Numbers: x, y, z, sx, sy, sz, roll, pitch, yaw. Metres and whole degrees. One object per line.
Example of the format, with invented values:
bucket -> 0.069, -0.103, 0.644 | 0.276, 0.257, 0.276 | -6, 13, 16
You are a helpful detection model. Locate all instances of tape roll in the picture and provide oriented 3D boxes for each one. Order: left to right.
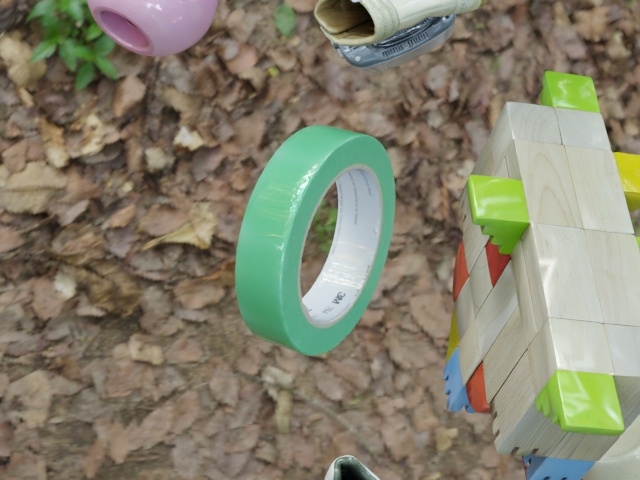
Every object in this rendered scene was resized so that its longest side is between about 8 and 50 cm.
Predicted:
tape roll -> 0.000, 0.000, 1.608 | 0.321, 0.077, 0.321 | -39, 136, -50

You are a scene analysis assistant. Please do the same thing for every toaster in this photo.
toaster -> 0.126, -0.352, 1.797 | 0.226, 0.146, 0.129 | -25, 87, 7

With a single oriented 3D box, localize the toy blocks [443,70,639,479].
toy blocks -> 0.195, 0.068, 1.060 | 0.190, 0.261, 0.382 | 6, 51, -11

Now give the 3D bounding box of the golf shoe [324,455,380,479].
golf shoe -> 0.051, 0.215, 0.739 | 0.069, 0.176, 0.086 | -30, 139, -21

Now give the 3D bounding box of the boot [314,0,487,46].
boot -> 0.068, -0.342, 1.522 | 0.203, 0.262, 0.095 | -26, 131, -26

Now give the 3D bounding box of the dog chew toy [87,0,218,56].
dog chew toy -> -0.219, -0.450, 1.768 | 0.206, 0.206, 0.332 | 37, 69, -19

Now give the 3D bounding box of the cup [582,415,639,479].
cup -> 0.528, 0.329, 1.744 | 0.237, 0.331, 0.331 | 41, 60, -25
